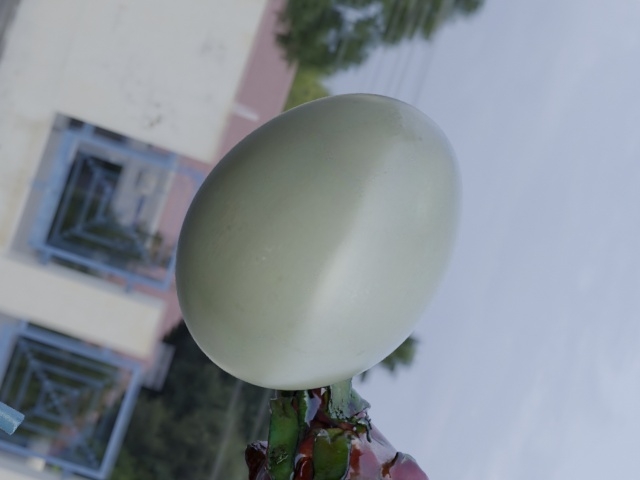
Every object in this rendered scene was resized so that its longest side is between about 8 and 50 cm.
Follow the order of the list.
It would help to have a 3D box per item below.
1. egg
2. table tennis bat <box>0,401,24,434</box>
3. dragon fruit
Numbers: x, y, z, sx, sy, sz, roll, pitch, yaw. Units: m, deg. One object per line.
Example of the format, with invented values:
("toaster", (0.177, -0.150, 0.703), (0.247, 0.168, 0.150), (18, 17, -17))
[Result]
("egg", (0.000, 0.000, 1.172), (0.241, 0.186, 0.186), (-51, -168, 20))
("table tennis bat", (-0.324, 0.117, 1.393), (0.100, 0.155, 0.019), (-57, -173, -18))
("dragon fruit", (0.012, 0.223, 1.394), (0.200, 0.198, 0.269), (-139, -143, -67))
